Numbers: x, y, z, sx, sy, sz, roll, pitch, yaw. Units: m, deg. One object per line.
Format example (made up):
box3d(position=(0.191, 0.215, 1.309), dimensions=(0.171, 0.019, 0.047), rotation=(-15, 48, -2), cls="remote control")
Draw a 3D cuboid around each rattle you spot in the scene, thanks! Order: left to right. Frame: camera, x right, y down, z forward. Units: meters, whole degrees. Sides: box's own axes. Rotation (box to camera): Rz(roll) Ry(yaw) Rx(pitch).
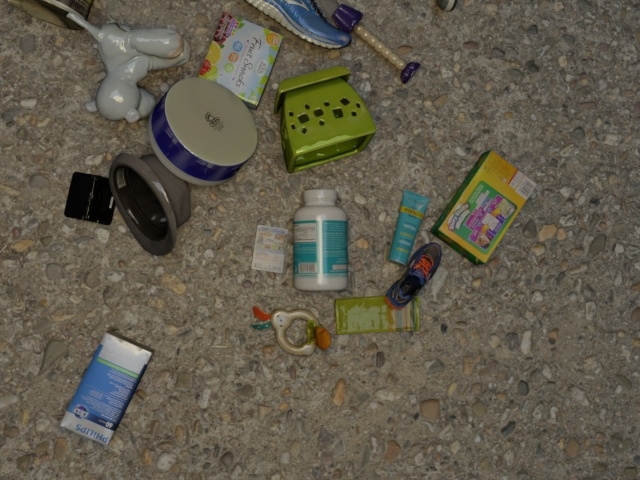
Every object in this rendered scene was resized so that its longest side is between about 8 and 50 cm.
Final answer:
box3d(position=(-0.085, 0.237, 1.908), dimensions=(0.200, 0.143, 0.130), rotation=(30, 103, -12), cls="rattle")

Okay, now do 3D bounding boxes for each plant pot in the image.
box3d(position=(-0.004, -0.321, 1.897), dimensions=(0.228, 0.227, 0.207), rotation=(-17, 85, -8), cls="plant pot")

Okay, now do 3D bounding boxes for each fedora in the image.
box3d(position=(-0.417, -0.110, 1.853), dimensions=(0.124, 0.244, 0.275), rotation=(-36, 101, -38), cls="fedora")

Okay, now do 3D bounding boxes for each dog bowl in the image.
box3d(position=(-0.296, -0.277, 1.840), dimensions=(0.265, 0.104, 0.265), rotation=(20, 54, -29), cls="dog bowl")

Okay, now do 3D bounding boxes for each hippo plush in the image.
box3d(position=(-0.460, -0.411, 1.815), dimensions=(0.234, 0.294, 0.236), rotation=(8, 95, 14), cls="hippo plush")

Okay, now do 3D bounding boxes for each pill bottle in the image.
box3d(position=(0.000, 0.000, 1.921), dimensions=(0.146, 0.146, 0.264), rotation=(0, 88, -8), cls="pill bottle")

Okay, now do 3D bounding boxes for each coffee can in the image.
box3d(position=(-0.648, -0.701, 1.822), dimensions=(0.201, 0.201, 0.275), rotation=(17, 86, -7), cls="coffee can")

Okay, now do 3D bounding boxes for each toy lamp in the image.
box3d(position=(0.150, -0.546, 1.996), dimensions=(0.275, 0.080, 0.080), rotation=(37, 83, -6), cls="toy lamp")

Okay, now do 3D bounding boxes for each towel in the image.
box3d(position=(0.159, 0.204, 2.000), dimensions=(0.237, 0.021, 0.102), rotation=(-2, 88, -8), cls="towel")

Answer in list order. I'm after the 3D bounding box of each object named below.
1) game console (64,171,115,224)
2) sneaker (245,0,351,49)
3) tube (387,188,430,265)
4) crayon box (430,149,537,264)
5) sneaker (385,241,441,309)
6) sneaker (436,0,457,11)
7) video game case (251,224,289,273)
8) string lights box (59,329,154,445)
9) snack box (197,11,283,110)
box3d(position=(-0.599, -0.110, 1.904), dimensions=(0.107, 0.071, 0.122), rotation=(14, 86, -38), cls="game console")
box3d(position=(-0.052, -0.625, 1.927), dimensions=(0.330, 0.130, 0.147), rotation=(33, 105, -6), cls="sneaker")
box3d(position=(0.240, -0.034, 2.011), dimensions=(0.080, 0.052, 0.207), rotation=(21, 79, -17), cls="tube")
box3d(position=(0.454, -0.092, 2.023), dimensions=(0.165, 0.081, 0.278), rotation=(36, 84, -5), cls="crayon box")
box3d(position=(0.267, 0.095, 1.976), dimensions=(0.083, 0.087, 0.221), rotation=(36, 72, -2), cls="sneaker")
box3d(position=(0.276, -0.773, 1.996), dimensions=(0.178, 0.124, 0.295), rotation=(-6, 81, -13), cls="sneaker")
box3d(position=(-0.137, 0.023, 1.968), dimensions=(0.087, 0.011, 0.122), rotation=(9, 87, -7), cls="video game case")
box3d(position=(-0.545, 0.376, 1.862), dimensions=(0.133, 0.077, 0.259), rotation=(26, 85, -6), cls="string lights box")
box3d(position=(-0.215, -0.479, 1.944), dimensions=(0.174, 0.070, 0.207), rotation=(21, 86, -7), cls="snack box")
